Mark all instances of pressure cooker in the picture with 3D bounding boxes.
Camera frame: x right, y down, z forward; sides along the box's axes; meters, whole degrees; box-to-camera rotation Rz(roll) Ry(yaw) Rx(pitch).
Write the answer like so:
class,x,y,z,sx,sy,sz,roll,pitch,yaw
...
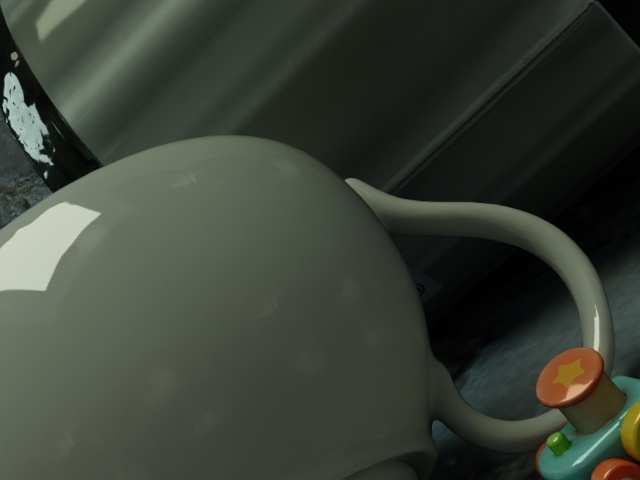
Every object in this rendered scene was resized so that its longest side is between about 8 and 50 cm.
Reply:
class,x,y,z,sx,sy,sz,roll,pitch,yaw
pressure cooker,0.053,-0.164,0.722,0.420,0.375,0.370,-43,-4,17

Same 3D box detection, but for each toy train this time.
class,x,y,z,sx,sy,sz,roll,pitch,yaw
toy train,0.126,0.052,0.387,0.166,0.046,0.125,-36,9,29

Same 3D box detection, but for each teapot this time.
class,x,y,z,sx,sy,sz,roll,pitch,yaw
teapot,-0.038,0.091,0.488,0.253,0.187,0.256,-11,-37,-48
